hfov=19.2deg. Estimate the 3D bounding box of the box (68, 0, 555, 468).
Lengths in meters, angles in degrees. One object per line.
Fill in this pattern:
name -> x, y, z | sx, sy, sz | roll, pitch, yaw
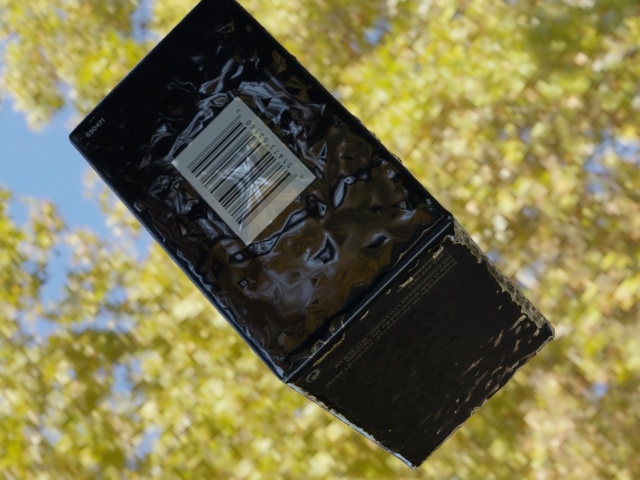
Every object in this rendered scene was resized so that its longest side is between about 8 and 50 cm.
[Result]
box -> 0.000, 0.000, 1.520 | 0.183, 0.296, 0.294 | -45, -30, 3
